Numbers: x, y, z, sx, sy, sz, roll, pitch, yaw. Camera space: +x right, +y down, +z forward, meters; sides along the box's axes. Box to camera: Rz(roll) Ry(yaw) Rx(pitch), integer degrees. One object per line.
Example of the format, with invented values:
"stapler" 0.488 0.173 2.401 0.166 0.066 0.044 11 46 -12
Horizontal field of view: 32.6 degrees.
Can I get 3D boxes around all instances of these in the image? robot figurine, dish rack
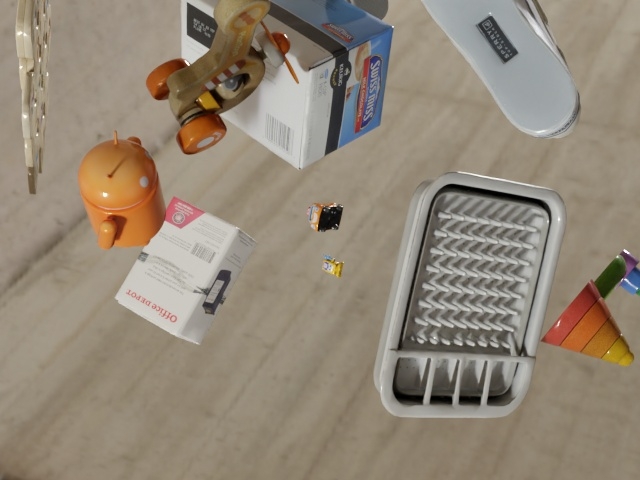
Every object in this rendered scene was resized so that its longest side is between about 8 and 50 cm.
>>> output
"robot figurine" -0.315 -0.073 1.741 0.158 0.128 0.219 -39 -25 -22
"dish rack" 0.198 0.075 1.506 0.285 0.072 0.333 7 -81 -37

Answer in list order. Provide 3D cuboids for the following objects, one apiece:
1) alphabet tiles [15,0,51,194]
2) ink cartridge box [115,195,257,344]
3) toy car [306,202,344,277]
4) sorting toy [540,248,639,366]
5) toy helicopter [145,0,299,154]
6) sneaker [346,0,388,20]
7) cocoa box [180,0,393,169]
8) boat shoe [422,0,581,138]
"alphabet tiles" -0.346 -0.211 1.320 0.284 0.021 0.278 108 162 -58
"ink cartridge box" -0.263 0.060 2.145 0.237 0.172 0.100 -61 -28 -6
"toy car" 0.000 0.000 1.444 0.060 0.040 0.122 -33 -45 -46
"sorting toy" 0.471 0.113 1.724 0.365 0.126 0.127 -25 -29 -58
"toy helicopter" -0.128 -0.288 1.702 0.234 0.140 0.355 -25 -13 -21
"sneaker" 0.060 -0.585 2.183 0.104 0.147 0.296 -23 -43 -11
"cocoa box" -0.069 -0.342 2.063 0.228 0.347 0.232 -31 -37 -36
"boat shoe" 0.245 -0.294 1.470 0.135 0.367 0.156 -35 -15 17
